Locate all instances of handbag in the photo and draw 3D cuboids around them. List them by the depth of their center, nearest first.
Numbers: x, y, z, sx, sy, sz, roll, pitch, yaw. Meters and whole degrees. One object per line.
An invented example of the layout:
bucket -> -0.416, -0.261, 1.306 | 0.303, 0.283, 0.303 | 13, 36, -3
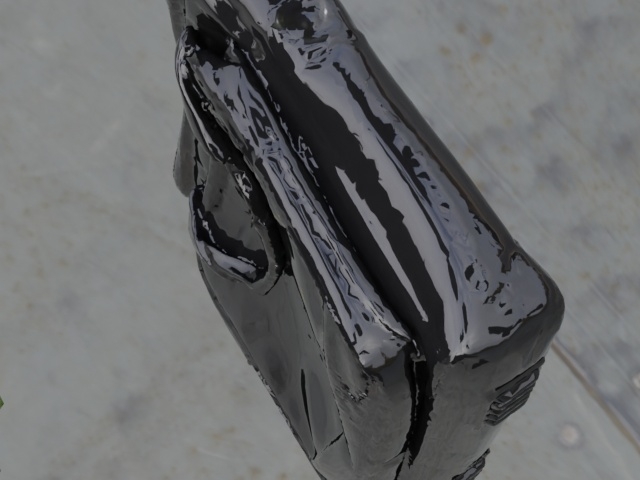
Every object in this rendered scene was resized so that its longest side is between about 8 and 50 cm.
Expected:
handbag -> 0.000, 0.000, 0.715 | 0.088, 0.275, 0.244 | -29, 72, -11

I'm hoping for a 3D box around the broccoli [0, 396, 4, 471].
broccoli -> -0.222, 0.064, 0.597 | 0.273, 0.242, 0.180 | -36, 71, 28
